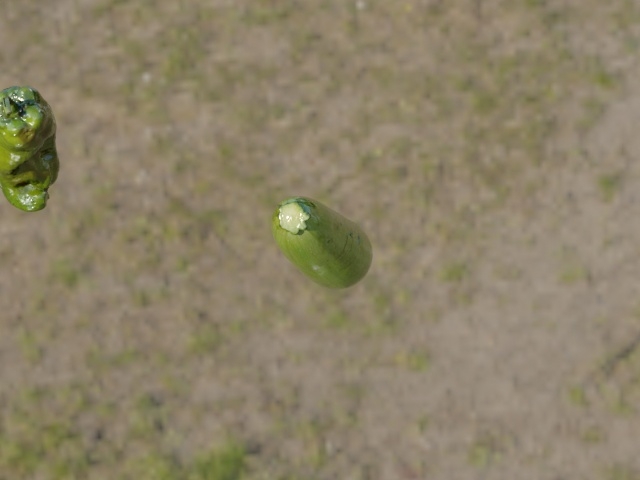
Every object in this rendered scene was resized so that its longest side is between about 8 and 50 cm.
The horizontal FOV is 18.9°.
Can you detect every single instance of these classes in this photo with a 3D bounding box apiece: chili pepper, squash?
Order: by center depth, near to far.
[{"bbox_3d":[0.000,0.000,1.702,0.066,0.201,0.066,-3,76,14],"label":"squash"},{"bbox_3d":[-0.296,-0.109,1.917,0.072,0.204,0.073,-33,67,-22],"label":"chili pepper"}]
